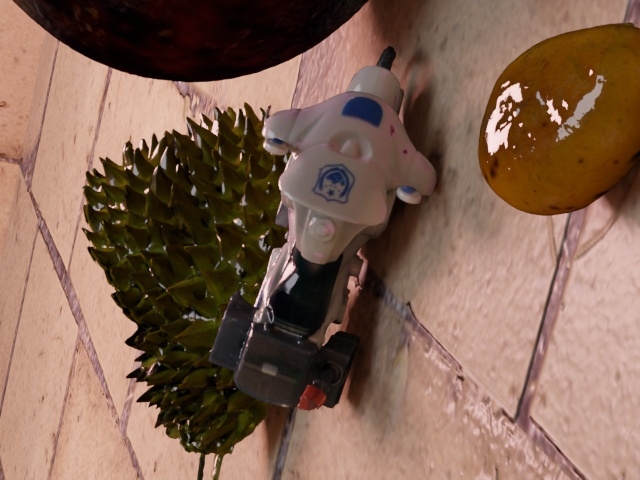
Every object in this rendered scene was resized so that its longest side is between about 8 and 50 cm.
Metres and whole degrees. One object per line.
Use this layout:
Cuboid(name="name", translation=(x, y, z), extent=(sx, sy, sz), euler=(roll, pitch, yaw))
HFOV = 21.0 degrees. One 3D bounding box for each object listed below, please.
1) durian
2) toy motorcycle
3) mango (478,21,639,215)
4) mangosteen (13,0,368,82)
Cuboid(name="durian", translation=(-0.077, 0.011, 1.259), extent=(0.352, 0.158, 0.169), euler=(-109, -1, -58))
Cuboid(name="toy motorcycle", translation=(0.000, 0.000, 0.994), extent=(0.150, 0.102, 0.221), euler=(-66, -5, -71))
Cuboid(name="mango", translation=(0.108, -0.053, 0.736), extent=(0.114, 0.057, 0.079), euler=(-37, 42, 55))
Cuboid(name="mangosteen", translation=(-0.058, -0.251, 1.086), extent=(0.306, 0.359, 0.306), euler=(3, 95, 40))
